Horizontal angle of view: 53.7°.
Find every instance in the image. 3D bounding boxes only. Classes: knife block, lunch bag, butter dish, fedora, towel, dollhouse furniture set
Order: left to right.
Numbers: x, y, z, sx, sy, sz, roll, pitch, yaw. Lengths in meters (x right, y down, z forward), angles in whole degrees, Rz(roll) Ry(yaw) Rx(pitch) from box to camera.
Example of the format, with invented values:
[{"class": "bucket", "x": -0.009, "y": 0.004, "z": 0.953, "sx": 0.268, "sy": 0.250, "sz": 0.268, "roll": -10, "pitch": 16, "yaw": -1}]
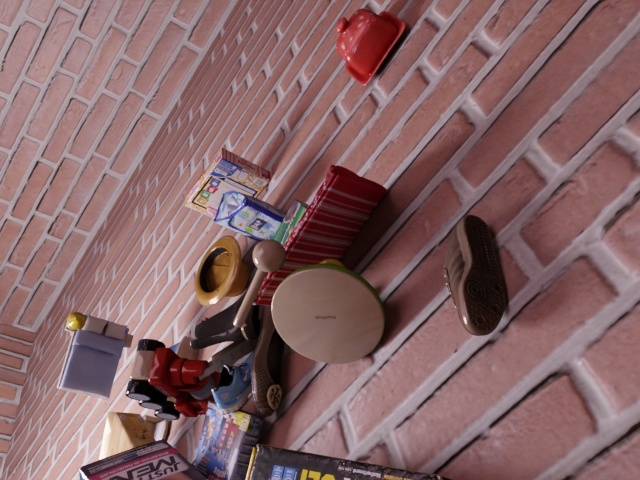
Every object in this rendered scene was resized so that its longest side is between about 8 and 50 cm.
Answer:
[{"class": "knife block", "x": -0.460, "y": 0.562, "z": 1.426, "sx": 0.242, "sy": 0.088, "sz": 0.275, "roll": -45, "pitch": 60, "yaw": 5}, {"class": "dollhouse furniture set", "x": -0.495, "y": 0.331, "z": 1.548, "sx": 0.198, "sy": 0.303, "sz": 0.286, "roll": -31, "pitch": 42, "yaw": 47}, {"class": "fedora", "x": -0.228, "y": 0.082, "z": 1.534, "sx": 0.194, "sy": 0.079, "sz": 0.194, "roll": -31, "pitch": 46, "yaw": 38}, {"class": "lunch bag", "x": -0.157, "y": -0.058, "z": 1.473, "sx": 0.151, "sy": 0.129, "sz": 0.096, "roll": -8, "pitch": 62, "yaw": 55}, {"class": "towel", "x": 0.000, "y": 0.000, "z": 1.116, "sx": 0.031, "sy": 0.199, "sz": 0.275, "roll": 41, "pitch": 105, "yaw": 27}, {"class": "butter dish", "x": 0.085, "y": -0.446, "z": 1.389, "sx": 0.160, "sy": 0.118, "sz": 0.160, "roll": -54, "pitch": 30, "yaw": 18}]

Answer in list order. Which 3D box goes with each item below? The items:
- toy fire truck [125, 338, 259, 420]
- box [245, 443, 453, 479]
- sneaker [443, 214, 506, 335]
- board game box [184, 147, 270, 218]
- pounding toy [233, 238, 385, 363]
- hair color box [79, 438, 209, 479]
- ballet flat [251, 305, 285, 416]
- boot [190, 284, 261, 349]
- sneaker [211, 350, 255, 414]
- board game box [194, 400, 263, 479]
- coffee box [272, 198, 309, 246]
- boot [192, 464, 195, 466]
[{"class": "toy fire truck", "x": -0.251, "y": 0.283, "z": 1.344, "sx": 0.246, "sy": 0.217, "sz": 0.158, "roll": -1, "pitch": 58, "yaw": 13}, {"class": "box", "x": 0.016, "y": 0.410, "z": 0.796, "sx": 0.322, "sy": 0.079, "sz": 0.257, "roll": -7, "pitch": 59, "yaw": 42}, {"class": "sneaker", "x": 0.205, "y": 0.056, "z": 0.864, "sx": 0.071, "sy": 0.066, "sz": 0.188, "roll": 123, "pitch": 161, "yaw": -50}, {"class": "board game box", "x": -0.247, "y": -0.136, "z": 1.669, "sx": 0.193, "sy": 0.147, "sz": 0.045, "roll": -45, "pitch": 34, "yaw": 31}, {"class": "pounding toy", "x": -0.004, "y": 0.090, "z": 1.042, "sx": 0.110, "sy": 0.237, "sz": 0.183, "roll": -64, "pitch": -6, "yaw": -59}, {"class": "hair color box", "x": -0.263, "y": 0.478, "z": 1.076, "sx": 0.347, "sy": 0.174, "sz": 0.105, "roll": 17, "pitch": 110, "yaw": 47}, {"class": "ballet flat", "x": -0.089, "y": 0.216, "z": 1.214, "sx": 0.058, "sy": 0.084, "sz": 0.249, "roll": -10, "pitch": 48, "yaw": 13}, {"class": "boot", "x": -0.190, "y": 0.151, "z": 1.318, "sx": 0.137, "sy": 0.076, "sz": 0.198, "roll": -15, "pitch": 16, "yaw": 8}, {"class": "sneaker", "x": -0.156, "y": 0.261, "z": 1.229, "sx": 0.063, "sy": 0.073, "sz": 0.162, "roll": -21, "pitch": 17, "yaw": 31}, {"class": "board game box", "x": -0.183, "y": 0.420, "z": 1.208, "sx": 0.194, "sy": 0.060, "sz": 0.194, "roll": -7, "pitch": 63, "yaw": 57}, {"class": "coffee box", "x": -0.036, "y": -0.010, "z": 1.324, "sx": 0.113, "sy": 0.040, "sz": 0.184, "roll": -60, "pitch": 29, "yaw": 9}, {"class": "boot", "x": -0.289, "y": 0.568, "z": 1.261, "sx": 0.152, "sy": 0.073, "sz": 0.197, "roll": -53, "pitch": 18, "yaw": 19}]
